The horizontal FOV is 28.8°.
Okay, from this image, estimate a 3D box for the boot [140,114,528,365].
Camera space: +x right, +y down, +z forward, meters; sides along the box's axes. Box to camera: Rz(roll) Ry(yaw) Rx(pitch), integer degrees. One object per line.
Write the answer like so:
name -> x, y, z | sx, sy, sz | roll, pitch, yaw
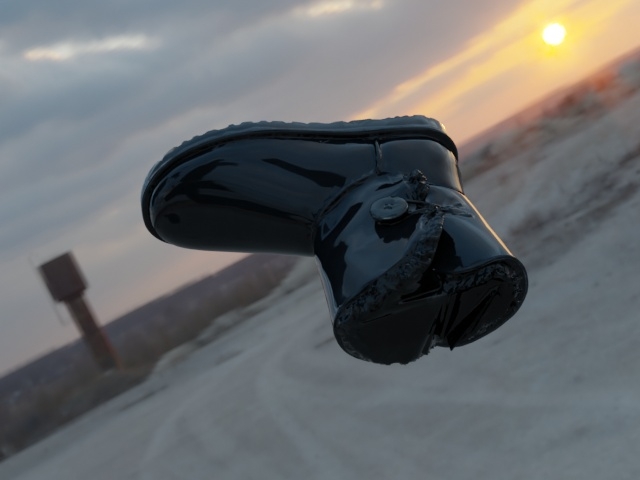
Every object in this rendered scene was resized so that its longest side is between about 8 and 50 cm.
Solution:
boot -> 0.000, 0.000, 0.856 | 0.247, 0.094, 0.207 | -8, 33, -4
